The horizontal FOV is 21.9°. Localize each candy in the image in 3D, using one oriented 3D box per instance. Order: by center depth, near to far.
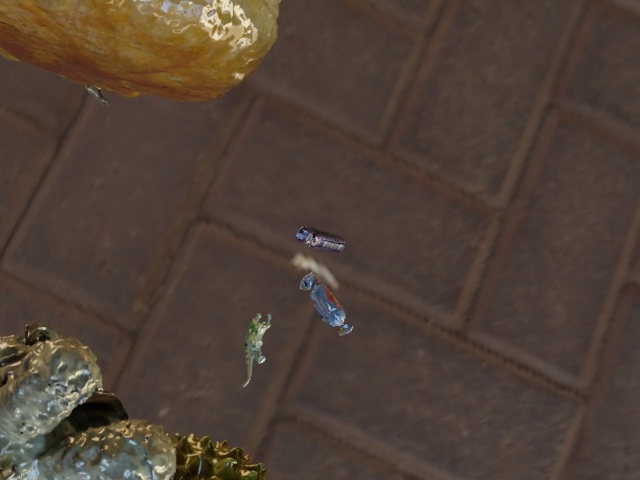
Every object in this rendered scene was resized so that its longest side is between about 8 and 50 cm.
[{"bbox_3d":[0.005,0.075,1.909,0.030,0.020,0.083,-36,79,15],"label":"candy"}]

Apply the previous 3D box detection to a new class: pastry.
[{"bbox_3d":[-0.194,-0.219,1.454,0.330,0.329,0.136,14,81,-14],"label":"pastry"}]

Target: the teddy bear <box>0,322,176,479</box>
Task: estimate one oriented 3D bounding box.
[{"bbox_3d":[-0.176,0.119,1.039,0.111,0.213,0.133,-40,105,-13],"label":"teddy bear"}]

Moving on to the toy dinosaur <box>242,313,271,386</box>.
[{"bbox_3d":[-0.079,0.119,1.856,0.021,0.062,0.083,29,93,-24],"label":"toy dinosaur"}]

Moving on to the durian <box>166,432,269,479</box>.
[{"bbox_3d":[-0.168,0.317,1.645,0.291,0.291,0.224,-36,52,-24],"label":"durian"}]

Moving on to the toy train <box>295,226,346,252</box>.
[{"bbox_3d":[0.000,0.000,1.597,0.017,0.083,0.017,37,100,23],"label":"toy train"}]
